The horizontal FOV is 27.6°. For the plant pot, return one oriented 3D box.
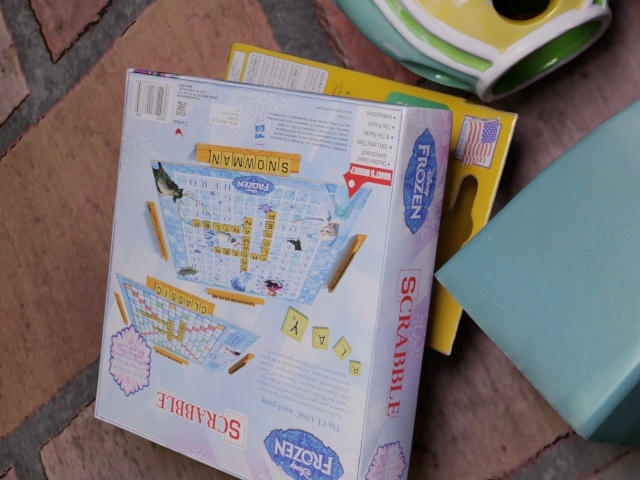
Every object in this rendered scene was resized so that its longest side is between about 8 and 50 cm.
[{"bbox_3d":[0.242,0.006,0.927,0.234,0.165,0.165,-50,57,14],"label":"plant pot"}]

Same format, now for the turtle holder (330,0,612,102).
[{"bbox_3d":[0.123,-0.242,0.969,0.227,0.243,0.320,61,160,8],"label":"turtle holder"}]

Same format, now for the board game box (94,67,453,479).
[{"bbox_3d":[-0.052,0.032,1.066,0.319,0.066,0.317,14,101,42],"label":"board game box"}]

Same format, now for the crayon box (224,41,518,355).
[{"bbox_3d":[0.034,-0.042,1.144,0.323,0.083,0.203,20,98,39],"label":"crayon box"}]
